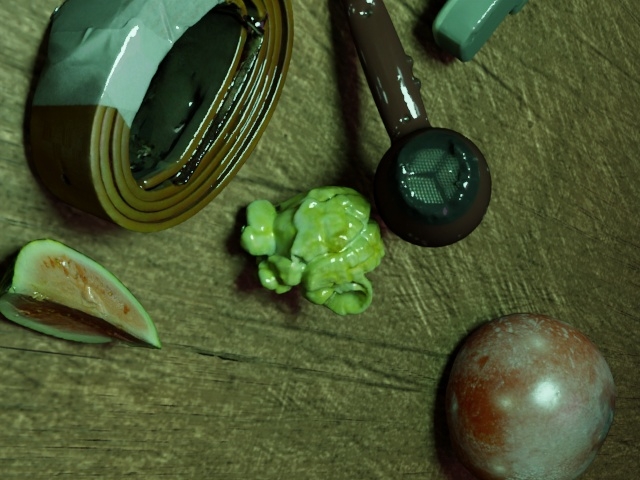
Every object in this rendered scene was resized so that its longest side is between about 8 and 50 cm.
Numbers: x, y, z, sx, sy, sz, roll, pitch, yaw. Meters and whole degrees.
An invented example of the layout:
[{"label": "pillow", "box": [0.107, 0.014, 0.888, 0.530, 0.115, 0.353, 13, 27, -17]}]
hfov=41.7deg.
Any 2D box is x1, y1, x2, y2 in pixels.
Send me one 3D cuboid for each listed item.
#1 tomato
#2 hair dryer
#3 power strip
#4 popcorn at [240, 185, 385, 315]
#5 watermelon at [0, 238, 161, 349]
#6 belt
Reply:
[{"label": "tomato", "box": [0.314, 0.239, 1.245, 0.270, 0.227, 0.270, -18, 114, -47]}, {"label": "hair dryer", "box": [0.085, -0.157, 0.942, 0.312, 0.123, 0.340, -9, 80, -86]}, {"label": "power strip", "box": [0.240, -0.337, 1.034, 0.265, 0.059, 0.193, -52, 171, 8]}, {"label": "popcorn", "box": [0.000, 0.000, 0.888, 0.135, 0.162, 0.141, -55, 178, 26]}, {"label": "watermelon", "box": [-0.220, 0.057, 0.717, 0.069, 0.087, 0.163, -43, 137, 12]}, {"label": "belt", "box": [-0.134, -0.137, 0.720, 0.184, 0.105, 0.261, 37, 78, -50]}]
